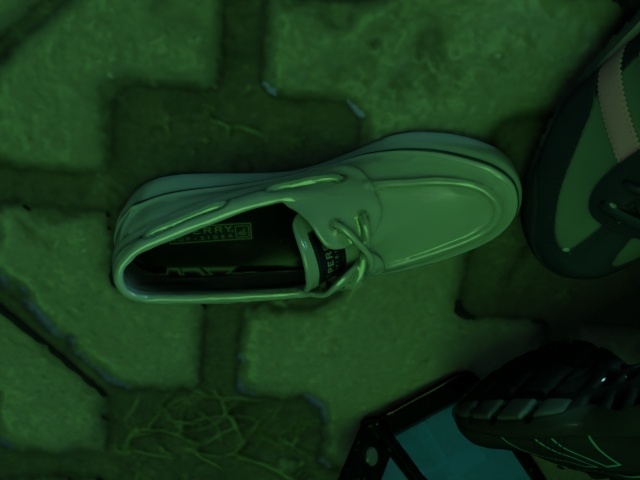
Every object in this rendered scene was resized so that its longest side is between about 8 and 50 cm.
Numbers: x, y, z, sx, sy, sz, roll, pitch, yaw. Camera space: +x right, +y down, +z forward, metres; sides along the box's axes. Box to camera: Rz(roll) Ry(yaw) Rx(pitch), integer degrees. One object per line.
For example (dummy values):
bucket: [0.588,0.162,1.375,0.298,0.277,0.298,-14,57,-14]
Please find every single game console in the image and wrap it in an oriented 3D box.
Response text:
game console: [0.090,0.189,0.758,0.085,0.124,0.144,-14,123,36]

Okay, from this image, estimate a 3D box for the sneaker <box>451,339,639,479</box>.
sneaker: [0.191,0.123,0.637,0.267,0.101,0.106,-10,110,52]

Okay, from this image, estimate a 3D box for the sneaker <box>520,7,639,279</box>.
sneaker: [0.219,-0.068,0.569,0.112,0.131,0.319,14,130,-19]

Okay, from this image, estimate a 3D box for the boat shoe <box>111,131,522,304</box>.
boat shoe: [0.000,0.000,0.641,0.258,0.084,0.095,-11,120,4]
